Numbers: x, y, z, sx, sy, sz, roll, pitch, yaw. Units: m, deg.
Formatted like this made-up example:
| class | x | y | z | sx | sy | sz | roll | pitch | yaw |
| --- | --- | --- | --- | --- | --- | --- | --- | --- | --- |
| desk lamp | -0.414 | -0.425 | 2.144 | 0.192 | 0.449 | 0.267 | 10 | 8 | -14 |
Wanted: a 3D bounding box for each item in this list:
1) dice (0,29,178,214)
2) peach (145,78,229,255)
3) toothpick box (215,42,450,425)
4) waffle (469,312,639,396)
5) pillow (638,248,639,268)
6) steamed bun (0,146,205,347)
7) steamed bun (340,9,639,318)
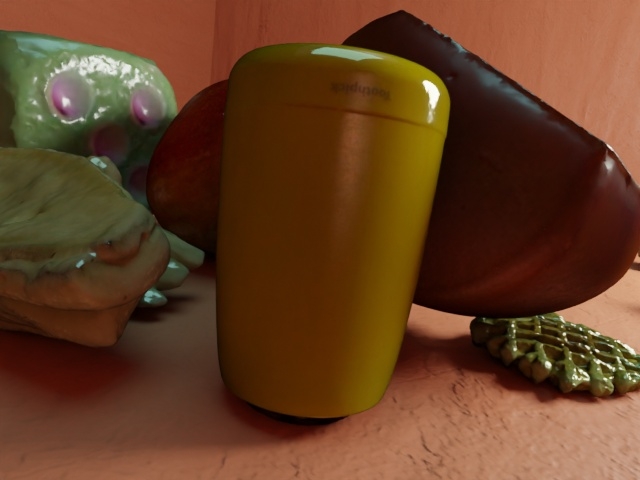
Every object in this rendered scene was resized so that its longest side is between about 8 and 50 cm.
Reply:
| class | x | y | z | sx | sy | sz | roll | pitch | yaw |
| --- | --- | --- | --- | --- | --- | --- | --- | --- | --- |
| dice | -0.471 | -0.190 | 0.902 | 0.322 | 0.319 | 0.330 | 15 | 15 | 30 |
| peach | -0.117 | -0.116 | 0.833 | 0.290 | 0.373 | 0.372 | 36 | 2 | -19 |
| toothpick box | 0.000 | 0.000 | 0.405 | 0.174 | 0.272 | 0.175 | 7 | 6 | -1 |
| waffle | 0.265 | 0.118 | 0.550 | 0.183 | 0.036 | 0.169 | -1 | 16 | -30 |
| pillow | 0.834 | 0.043 | 1.139 | 0.181 | 0.078 | 0.134 | 14 | 13 | 24 |
| steamed bun | -0.288 | -0.002 | 0.545 | 0.427 | 0.189 | 0.247 | 12 | 42 | 27 |
| steamed bun | 0.135 | -0.063 | 0.565 | 0.235 | 0.248 | 0.379 | 15 | 30 | -46 |
